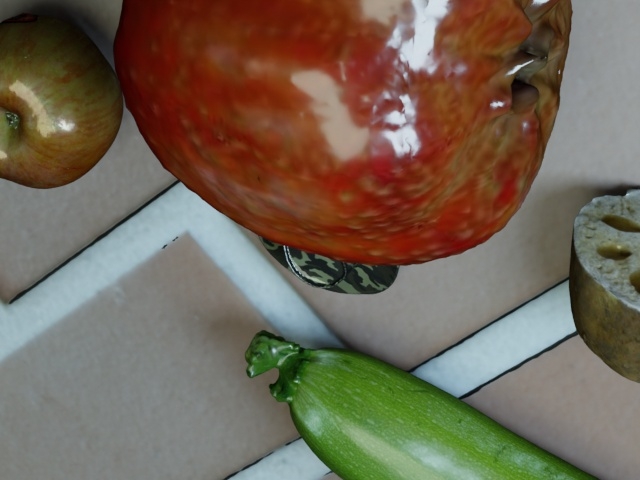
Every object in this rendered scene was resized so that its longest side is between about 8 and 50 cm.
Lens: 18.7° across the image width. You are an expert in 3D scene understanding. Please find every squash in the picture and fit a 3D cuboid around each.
[{"bbox_3d":[0.110,0.175,1.418,0.379,0.101,0.101,30,127,-3],"label":"squash"}]

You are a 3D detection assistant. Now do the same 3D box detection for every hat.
[{"bbox_3d":[0.000,0.000,1.375,0.121,0.050,0.121,11,124,17],"label":"hat"}]

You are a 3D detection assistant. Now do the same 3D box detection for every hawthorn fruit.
[{"bbox_3d":[-0.010,-0.137,1.177,0.330,0.287,0.287,15,127,29],"label":"hawthorn fruit"}]

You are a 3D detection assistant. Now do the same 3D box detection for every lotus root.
[{"bbox_3d":[0.216,0.031,1.274,0.112,0.122,0.081,4,133,-11],"label":"lotus root"}]

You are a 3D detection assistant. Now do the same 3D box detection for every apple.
[{"bbox_3d":[-0.201,-0.093,1.356,0.126,0.102,0.126,9,123,15],"label":"apple"}]
